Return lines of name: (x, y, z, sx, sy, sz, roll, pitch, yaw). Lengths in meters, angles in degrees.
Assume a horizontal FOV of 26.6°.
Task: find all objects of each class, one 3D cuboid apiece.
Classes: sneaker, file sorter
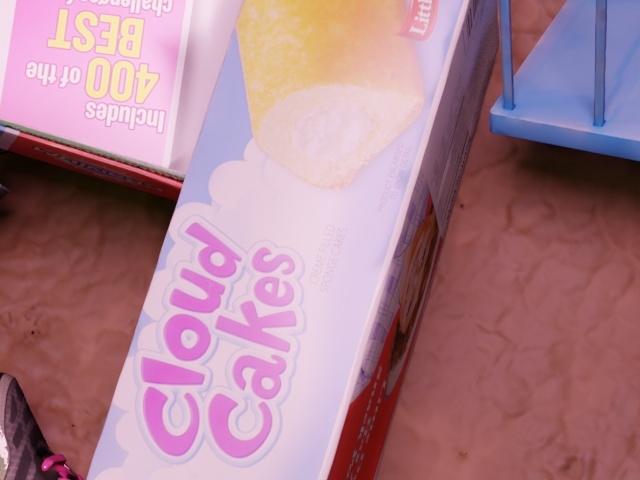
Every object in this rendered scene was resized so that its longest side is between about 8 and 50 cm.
sneaker: (-0.104, 0.130, 0.606, 0.074, 0.063, 0.170, -25, 82, -1)
file sorter: (0.167, -0.101, 0.541, 0.170, 0.104, 0.118, 14, 45, 25)

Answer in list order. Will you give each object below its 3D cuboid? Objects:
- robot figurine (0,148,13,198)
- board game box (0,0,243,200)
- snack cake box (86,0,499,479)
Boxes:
robot figurine: (-0.264, -0.048, 0.642, 0.291, 0.085, 0.211, -42, 79, -2)
board game box: (-0.121, -0.201, 0.577, 0.242, 0.064, 0.317, 17, 84, -2)
snack cake box: (0.000, 0.000, 0.573, 0.089, 0.152, 0.264, 15, 81, 10)
